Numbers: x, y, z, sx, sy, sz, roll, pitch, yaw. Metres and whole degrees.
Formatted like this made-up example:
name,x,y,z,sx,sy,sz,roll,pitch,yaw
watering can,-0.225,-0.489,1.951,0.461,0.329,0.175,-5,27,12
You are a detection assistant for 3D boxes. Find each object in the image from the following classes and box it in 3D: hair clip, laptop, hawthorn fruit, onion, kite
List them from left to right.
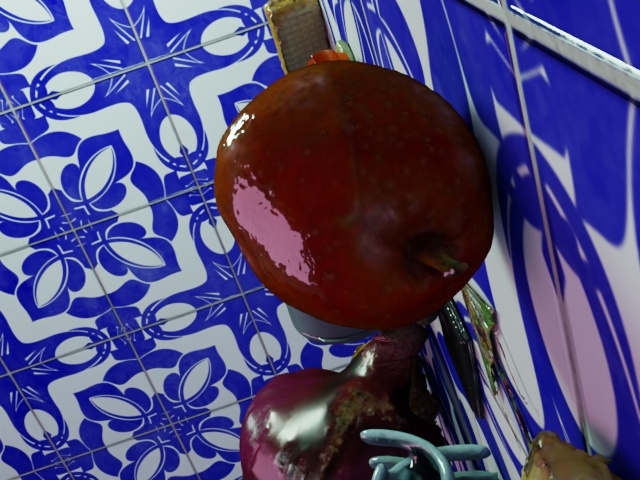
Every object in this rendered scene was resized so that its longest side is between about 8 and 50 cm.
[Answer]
name,x,y,z,sx,sy,sz,roll,pitch,yaw
onion,0.062,0.320,1.428,0.398,0.399,0.420,-109,33,-67
hawthorn fruit,0.038,-0.023,0.571,0.225,0.197,0.196,44,158,54
hair clip,0.149,0.437,1.103,0.238,0.393,0.318,-70,-32,-47
laptop,0.173,0.132,1.039,0.180,0.016,0.129,69,-178,-45
kite,0.175,0.129,0.788,0.198,0.006,0.244,72,180,-58

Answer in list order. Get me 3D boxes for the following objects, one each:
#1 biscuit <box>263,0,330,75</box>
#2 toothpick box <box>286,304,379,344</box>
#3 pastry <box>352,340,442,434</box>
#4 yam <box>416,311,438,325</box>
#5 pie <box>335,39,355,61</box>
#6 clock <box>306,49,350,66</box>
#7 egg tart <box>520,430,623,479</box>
name,x,y,z,sx,sy,sz,roll,pitch,yaw
biscuit,-0.016,-0.303,1.519,0.378,0.094,0.054,70,175,-56
toothpick box,0.000,0.000,1.575,0.263,0.263,0.354,-109,1,-58
pastry,0.170,0.348,1.773,0.255,0.162,0.310,56,-162,-28
yam,0.138,0.075,1.097,0.094,0.043,0.043,72,179,-48
pie,0.041,-0.246,1.180,0.085,0.017,0.085,159,90,-88
clock,0.036,-0.175,1.129,0.155,0.061,0.113,63,165,7
egg tart,0.166,0.265,0.511,0.295,0.116,0.294,-17,-90,-90
